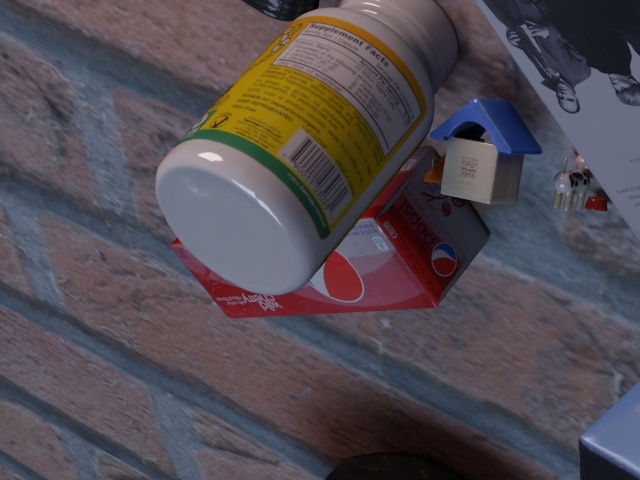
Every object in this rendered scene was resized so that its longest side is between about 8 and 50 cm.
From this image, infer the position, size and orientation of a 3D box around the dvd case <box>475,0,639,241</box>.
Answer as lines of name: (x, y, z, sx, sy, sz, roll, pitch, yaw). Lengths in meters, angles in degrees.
dvd case: (0.208, -0.092, 0.857, 0.179, 0.029, 0.238, -11, 124, 52)

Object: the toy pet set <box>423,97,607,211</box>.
toy pet set: (0.119, -0.061, 0.968, 0.122, 0.114, 0.065, 14, 100, 36)

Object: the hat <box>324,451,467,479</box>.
hat: (0.072, 0.278, 1.383, 0.331, 0.134, 0.331, 17, 150, 10)

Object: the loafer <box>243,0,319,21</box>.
loafer: (-0.067, -0.213, 0.980, 0.170, 0.062, 0.061, 29, 126, 11)

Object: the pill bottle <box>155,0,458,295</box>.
pill bottle: (0.000, -0.074, 0.928, 0.118, 0.208, 0.117, 27, 147, 19)

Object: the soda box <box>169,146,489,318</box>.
soda box: (0.000, 0.000, 1.147, 0.263, 0.083, 0.092, -8, 125, 51)

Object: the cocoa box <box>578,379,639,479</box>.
cocoa box: (0.349, 0.193, 0.815, 0.347, 0.231, 0.228, 29, 145, 38)
